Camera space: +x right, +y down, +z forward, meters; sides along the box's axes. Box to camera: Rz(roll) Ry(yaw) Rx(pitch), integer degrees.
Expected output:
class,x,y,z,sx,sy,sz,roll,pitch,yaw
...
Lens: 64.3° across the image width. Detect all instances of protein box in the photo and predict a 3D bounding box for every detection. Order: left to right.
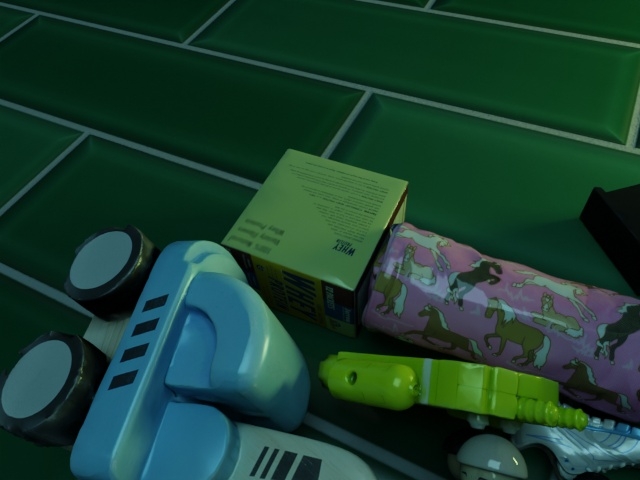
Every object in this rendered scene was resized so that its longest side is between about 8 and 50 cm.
class,x,y,z,sx,sy,sz,roll,pitch,yaw
protein box,0.000,0.000,0.755,0.199,0.136,0.201,18,56,18

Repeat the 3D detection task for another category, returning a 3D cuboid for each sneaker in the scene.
class,x,y,z,sx,sy,sz,roll,pitch,yaw
sneaker,0.311,0.245,0.585,0.190,0.071,0.083,12,62,25

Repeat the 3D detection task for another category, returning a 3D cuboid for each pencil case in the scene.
class,x,y,z,sx,sy,sz,roll,pitch,yaw
pencil case,0.249,0.099,0.629,0.385,0.160,0.167,17,44,17

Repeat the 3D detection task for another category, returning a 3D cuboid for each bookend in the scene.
class,x,y,z,sx,sy,sz,roll,pitch,yaw
bookend,0.506,-0.018,0.753,0.156,0.072,0.157,-14,52,-6

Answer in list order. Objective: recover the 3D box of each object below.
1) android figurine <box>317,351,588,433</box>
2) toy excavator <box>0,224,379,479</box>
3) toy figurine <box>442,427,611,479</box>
class,x,y,z,sx,sy,sz,roll,pitch,yaw
android figurine,0.131,0.163,0.545,0.272,0.248,0.056,-5,68,46
toy excavator,-0.083,0.192,0.508,0.444,0.222,0.433,-3,53,21
toy figurine,0.209,0.269,0.476,0.209,0.213,0.148,10,71,13
